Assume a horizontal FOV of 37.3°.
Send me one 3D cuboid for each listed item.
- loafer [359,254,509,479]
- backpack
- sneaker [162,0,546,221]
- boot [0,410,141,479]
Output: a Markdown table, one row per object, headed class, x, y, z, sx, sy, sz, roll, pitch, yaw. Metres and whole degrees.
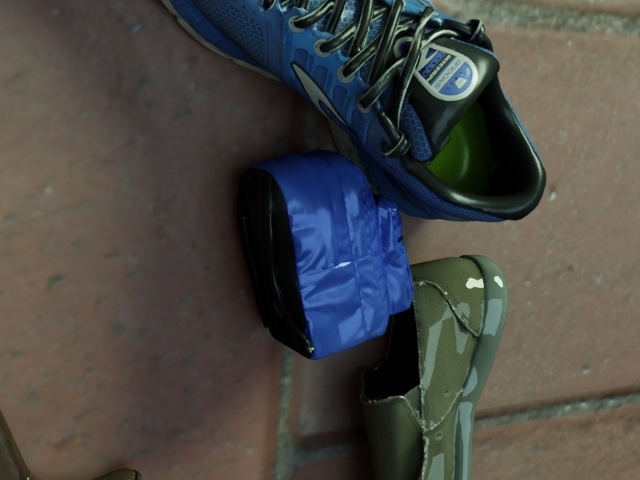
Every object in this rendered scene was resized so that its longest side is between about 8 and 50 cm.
| class | x | y | z | sx | sy | sz | roll | pitch | yaw |
| --- | --- | --- | --- | --- | --- | --- | --- | --- | --- |
| loafer | 0.061 | 0.127 | 0.694 | 0.087 | 0.094 | 0.251 | 11 | 92 | -21 |
| backpack | 0.000 | 0.000 | 0.612 | 0.101 | 0.098 | 0.120 | -20 | 103 | -24 |
| sneaker | 0.033 | -0.123 | 0.568 | 0.330 | 0.147 | 0.129 | 39 | 81 | -32 |
| boot | -0.176 | 0.135 | 0.577 | 0.106 | 0.037 | 0.114 | -33 | 112 | -23 |
